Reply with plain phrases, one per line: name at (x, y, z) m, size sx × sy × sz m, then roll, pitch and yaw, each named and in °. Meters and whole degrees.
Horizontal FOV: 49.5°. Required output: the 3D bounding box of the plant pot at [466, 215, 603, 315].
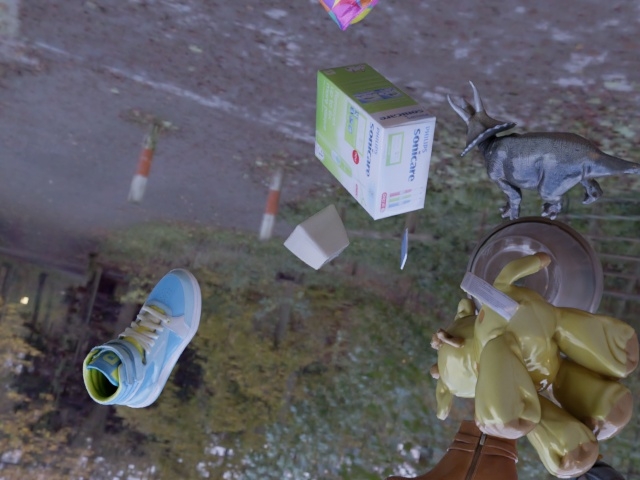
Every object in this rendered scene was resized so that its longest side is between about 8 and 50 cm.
plant pot at (0.474, 0.091, 1.596) m, size 0.323 × 0.323 × 0.280 m, roll 8°, pitch 178°, yaw 24°

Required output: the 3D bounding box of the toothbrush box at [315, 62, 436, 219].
toothbrush box at (0.101, -0.209, 1.414) m, size 0.122 × 0.206 × 0.283 m, roll -15°, pitch -139°, yaw -22°

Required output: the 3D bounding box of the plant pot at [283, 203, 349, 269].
plant pot at (0.000, 0.000, 1.562) m, size 0.096 × 0.109 × 0.109 m, roll 53°, pitch 148°, yaw 8°

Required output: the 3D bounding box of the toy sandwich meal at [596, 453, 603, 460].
toy sandwich meal at (0.445, 0.372, 1.103) m, size 0.029 × 0.085 × 0.085 m, roll -32°, pitch 149°, yaw 25°

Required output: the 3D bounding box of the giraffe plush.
giraffe plush at (0.185, 0.127, 0.710) m, size 0.210 × 0.181 × 0.170 m, roll 48°, pitch 156°, yaw 2°

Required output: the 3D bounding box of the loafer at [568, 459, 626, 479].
loafer at (0.359, 0.424, 0.884) m, size 0.096 × 0.267 × 0.084 m, roll 0°, pitch 177°, yaw -6°

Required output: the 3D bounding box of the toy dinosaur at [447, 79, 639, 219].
toy dinosaur at (0.321, -0.106, 0.995) m, size 0.313 × 0.121 × 0.160 m, roll 23°, pitch 162°, yaw 34°

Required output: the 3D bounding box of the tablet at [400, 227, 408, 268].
tablet at (0.190, 0.018, 1.569) m, size 0.006 × 0.083 × 0.054 m, roll 10°, pitch 138°, yaw -1°

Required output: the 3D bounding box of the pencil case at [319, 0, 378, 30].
pencil case at (-0.002, -0.445, 1.079) m, size 0.236 × 0.104 × 0.104 m, roll 50°, pitch 162°, yaw -10°

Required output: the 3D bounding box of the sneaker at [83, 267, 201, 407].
sneaker at (-0.367, 0.202, 1.424) m, size 0.127 × 0.319 × 0.208 m, roll 21°, pitch 179°, yaw 19°

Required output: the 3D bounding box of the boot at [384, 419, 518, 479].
boot at (0.285, 0.487, 1.507) m, size 0.283 × 0.220 × 0.109 m, roll 2°, pitch 143°, yaw 27°
